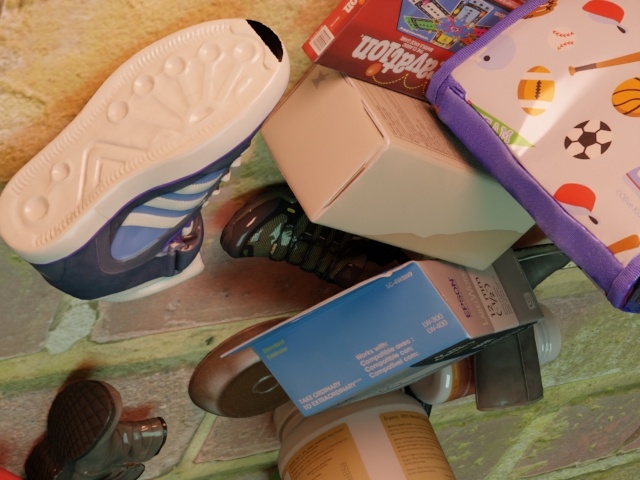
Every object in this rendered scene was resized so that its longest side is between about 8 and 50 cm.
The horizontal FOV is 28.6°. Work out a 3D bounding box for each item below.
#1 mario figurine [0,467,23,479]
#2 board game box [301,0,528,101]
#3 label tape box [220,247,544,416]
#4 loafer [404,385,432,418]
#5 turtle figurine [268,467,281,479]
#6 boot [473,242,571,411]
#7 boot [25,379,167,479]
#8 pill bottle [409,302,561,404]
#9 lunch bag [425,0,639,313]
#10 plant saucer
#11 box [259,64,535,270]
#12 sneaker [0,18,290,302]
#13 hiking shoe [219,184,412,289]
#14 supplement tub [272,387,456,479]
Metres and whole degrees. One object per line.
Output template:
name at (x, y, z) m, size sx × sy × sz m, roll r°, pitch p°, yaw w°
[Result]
mario figurine at (-0.479, 0.378, 1.484) m, size 0.320 × 0.170 × 0.198 m, roll -17°, pitch 180°, yaw -7°
board game box at (0.115, -0.211, 1.275) m, size 0.145 × 0.027 × 0.281 m, roll -46°, pitch 151°, yaw 24°
label tape box at (0.084, 0.114, 1.504) m, size 0.249 × 0.115 × 0.348 m, roll -29°, pitch 169°, yaw 29°
loafer at (0.129, 0.271, 1.925) m, size 0.078 × 0.076 × 0.223 m, roll -23°, pitch 148°, yaw -37°
turtle figurine at (-0.064, 0.500, 1.961) m, size 0.275 × 0.198 × 0.266 m, roll -15°, pitch 140°, yaw -29°
boot at (0.281, 0.116, 1.713) m, size 0.189 × 0.208 × 0.076 m, roll -13°, pitch 178°, yaw -12°
boot at (-0.261, 0.240, 1.577) m, size 0.161 × 0.083 × 0.246 m, roll -7°, pitch 148°, yaw -39°
pill bottle at (0.232, 0.154, 1.797) m, size 0.216 × 0.121 × 0.121 m, roll -11°, pitch 143°, yaw -26°
lunch bag at (0.345, -0.113, 1.309) m, size 0.385 × 0.328 × 0.239 m, roll -23°, pitch 148°, yaw -27°
plant saucer at (-0.077, 0.180, 1.667) m, size 0.198 × 0.036 × 0.198 m, roll -21°, pitch 147°, yaw -15°
box at (0.098, -0.078, 1.360) m, size 0.311 × 0.148 × 0.121 m, roll 16°, pitch 126°, yaw -47°
sneaker at (-0.141, -0.062, 1.228) m, size 0.323 × 0.130 × 0.236 m, roll -38°, pitch 157°, yaw 3°
hiking shoe at (0.000, 0.000, 1.413) m, size 0.227 × 0.114 × 0.086 m, roll -8°, pitch 140°, yaw -31°
supplement tub at (0.074, 0.351, 1.743) m, size 0.228 × 0.316 × 0.228 m, roll -17°, pitch 148°, yaw -11°
